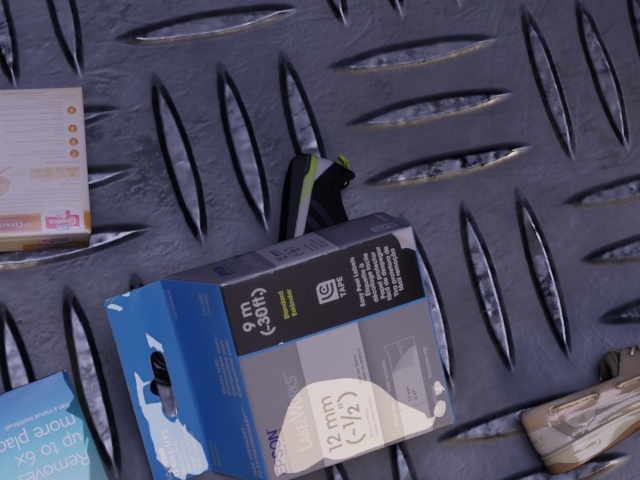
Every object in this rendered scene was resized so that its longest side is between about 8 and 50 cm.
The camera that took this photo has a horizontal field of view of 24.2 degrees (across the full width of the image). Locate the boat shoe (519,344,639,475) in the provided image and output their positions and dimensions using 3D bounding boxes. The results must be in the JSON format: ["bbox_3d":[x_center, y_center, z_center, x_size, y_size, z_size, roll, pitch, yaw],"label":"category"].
[{"bbox_3d":[0.385,0.174,1.829,0.302,0.109,0.098,-29,82,-11],"label":"boat shoe"}]

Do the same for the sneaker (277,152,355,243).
[{"bbox_3d":[0.000,0.000,1.820,0.097,0.084,0.234,10,73,-10],"label":"sneaker"}]

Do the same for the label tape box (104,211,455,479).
[{"bbox_3d":[-0.042,0.137,1.708,0.348,0.115,0.249,-18,106,-16],"label":"label tape box"}]

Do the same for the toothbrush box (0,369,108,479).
[{"bbox_3d":[-0.330,0.320,1.638,0.216,0.126,0.295,-20,85,-15],"label":"toothbrush box"}]

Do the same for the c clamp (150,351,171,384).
[{"bbox_3d":[-0.139,0.110,1.799,0.161,0.022,0.137,-2,80,-12],"label":"c clamp"}]

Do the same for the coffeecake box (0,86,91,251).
[{"bbox_3d":[-0.352,-0.084,1.789,0.142,0.068,0.185,-3,75,-11],"label":"coffeecake box"}]
